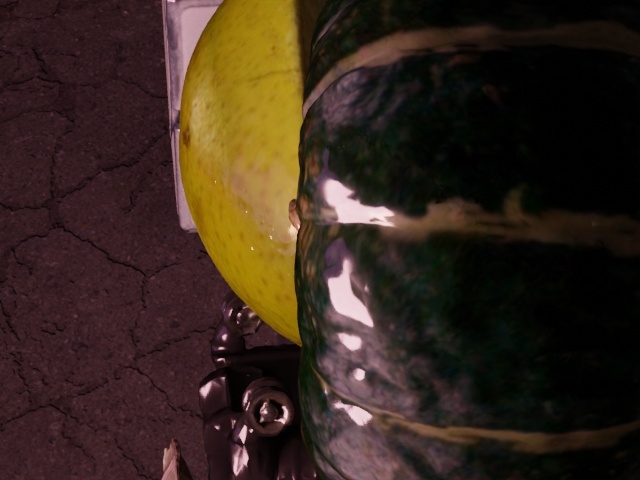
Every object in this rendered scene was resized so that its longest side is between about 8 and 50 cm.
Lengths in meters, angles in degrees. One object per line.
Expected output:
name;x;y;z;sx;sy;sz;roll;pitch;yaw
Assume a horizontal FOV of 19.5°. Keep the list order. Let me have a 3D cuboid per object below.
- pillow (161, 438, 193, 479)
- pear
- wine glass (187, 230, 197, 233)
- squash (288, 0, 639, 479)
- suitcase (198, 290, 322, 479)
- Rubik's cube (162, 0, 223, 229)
pillow;-0.099;0.245;1.359;0.233;0.038;0.131;-108;18;-66
pear;-0.005;-0.001;1.149;0.239;0.139;0.288;-98;-18;-48
wine glass;-0.009;-0.045;1.423;0.079;0.195;0.079;177;90;-85
squash;0.068;-0.003;0.755;0.252;0.165;0.252;179;90;-86
suitcase;0.015;0.269;1.385;0.283;0.194;0.434;-114;21;-74
Rubik's cube;-0.009;-0.148;1.317;0.205;0.205;0.207;-99;9;-50
